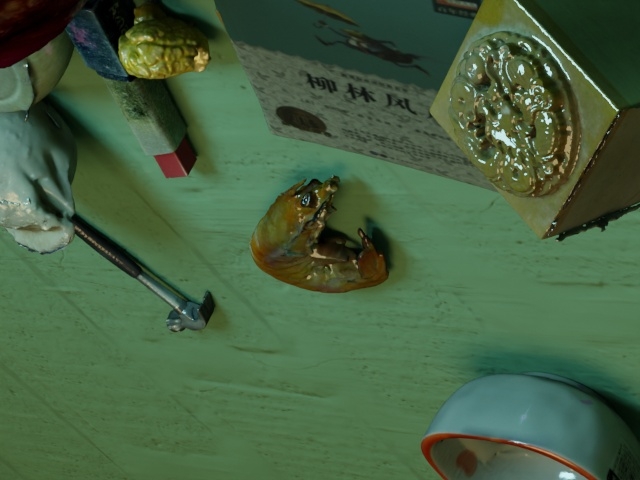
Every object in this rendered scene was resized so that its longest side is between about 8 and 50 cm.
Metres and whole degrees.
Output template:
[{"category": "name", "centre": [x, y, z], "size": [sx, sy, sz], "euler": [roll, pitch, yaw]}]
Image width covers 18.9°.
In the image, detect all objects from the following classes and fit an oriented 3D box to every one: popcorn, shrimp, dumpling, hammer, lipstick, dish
[{"category": "popcorn", "centre": [-0.145, -0.185, 1.743], "size": [0.084, 0.084, 0.084], "euler": [21, 155, 11]}, {"category": "shrimp", "centre": [0.000, 0.000, 1.964], "size": [0.150, 0.068, 0.249], "euler": [11, 159, 3]}, {"category": "dumpling", "centre": [-0.340, -0.093, 2.020], "size": [0.172, 0.142, 0.247], "euler": [-23, 97, 58]}, {"category": "hammer", "centre": [-0.225, 0.028, 2.266], "size": [0.246, 0.029, 0.103], "euler": [40, 152, -25]}, {"category": "lipstick", "centre": [-0.176, -0.147, 1.853], "size": [0.051, 0.051, 0.312], "euler": [12, 153, 23]}, {"category": "dish", "centre": [0.247, 0.225, 2.092], "size": [0.256, 0.117, 0.256], "euler": [20, 154, 10]}]

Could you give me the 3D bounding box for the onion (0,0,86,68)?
[{"category": "onion", "centre": [-0.350, -0.229, 1.433], "size": [0.398, 0.420, 0.398], "euler": [12, 152, 6]}]

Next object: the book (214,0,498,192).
[{"category": "book", "centre": [0.045, -0.146, 1.583], "size": [0.264, 0.031, 0.379], "euler": [15, 162, 17]}]

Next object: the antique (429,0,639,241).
[{"category": "antique", "centre": [0.181, -0.104, 1.388], "size": [0.152, 0.148, 0.147], "euler": [51, 139, 25]}]

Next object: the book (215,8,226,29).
[{"category": "book", "centre": [-0.013, -0.150, 1.737], "size": [0.118, 0.012, 0.172], "euler": [9, 150, 31]}]

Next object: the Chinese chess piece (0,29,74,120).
[{"category": "Chinese chess piece", "centre": [-0.341, -0.215, 1.830], "size": [0.237, 0.092, 0.238], "euler": [20, 154, 10]}]
